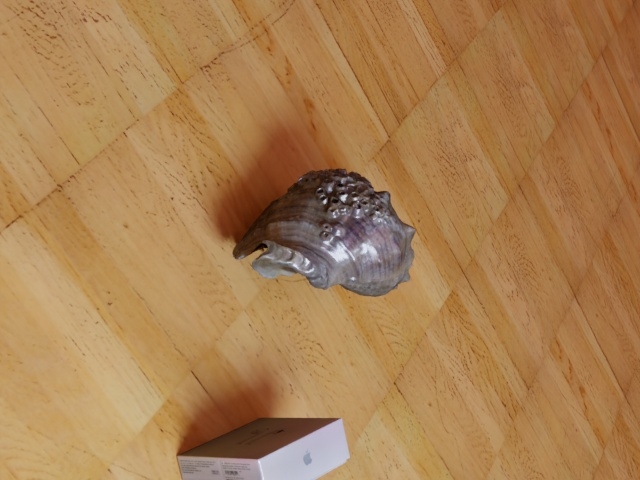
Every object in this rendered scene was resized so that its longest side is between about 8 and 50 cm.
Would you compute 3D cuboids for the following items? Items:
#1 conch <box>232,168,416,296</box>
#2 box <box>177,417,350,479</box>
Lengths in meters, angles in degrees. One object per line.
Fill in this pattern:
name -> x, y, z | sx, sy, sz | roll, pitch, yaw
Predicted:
conch -> 0.000, 0.000, 1.058 | 0.245, 0.178, 0.163 | -14, 88, -46
box -> -0.060, 0.234, 0.980 | 0.129, 0.130, 0.051 | -16, 95, -47
